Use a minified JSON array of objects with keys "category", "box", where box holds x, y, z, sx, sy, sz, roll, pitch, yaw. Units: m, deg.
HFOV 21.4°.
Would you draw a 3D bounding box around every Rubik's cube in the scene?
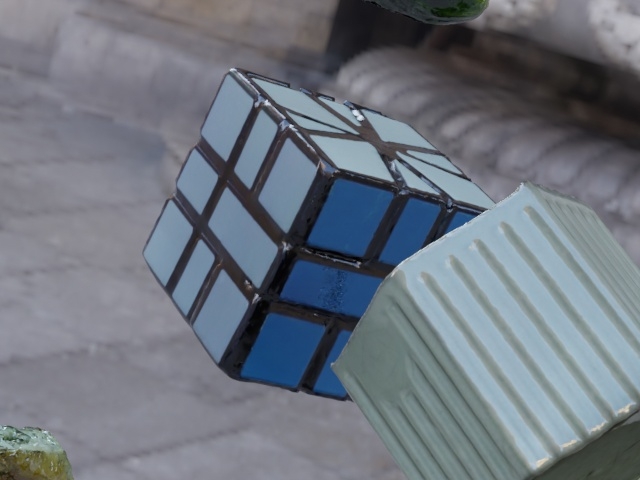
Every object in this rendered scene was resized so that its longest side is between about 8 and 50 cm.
[{"category":"Rubik's cube","box":[0.000,0.000,1.982,0.288,0.283,0.293,14,18,-32]}]

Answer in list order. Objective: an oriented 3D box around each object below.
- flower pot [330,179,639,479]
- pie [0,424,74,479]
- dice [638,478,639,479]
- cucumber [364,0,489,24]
[{"category":"flower pot","box":[0.153,0.099,1.243,0.209,0.239,0.189,-16,59,-35]},{"category":"pie","box":[-0.410,0.343,1.912,0.103,0.288,0.354,29,6,37]},{"category":"dice","box":[0.196,0.391,1.491,0.330,0.322,0.318,-20,55,-41]},{"category":"cucumber","box":[0.020,-0.230,1.327,0.241,0.074,0.074,21,12,-1]}]
